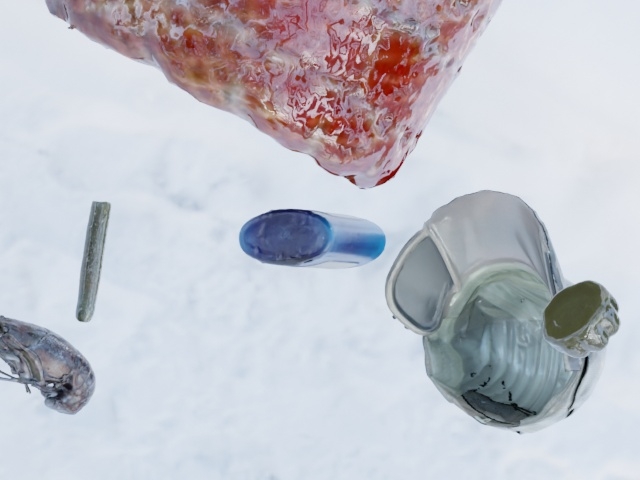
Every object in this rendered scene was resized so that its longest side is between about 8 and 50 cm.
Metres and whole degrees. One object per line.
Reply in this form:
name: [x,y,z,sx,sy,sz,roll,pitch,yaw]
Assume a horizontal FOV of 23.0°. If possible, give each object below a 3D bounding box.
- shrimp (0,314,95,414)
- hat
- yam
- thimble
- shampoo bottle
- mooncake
shrimp: [-0.272,0.106,1.443,0.165,0.056,0.065,33,98,-30]
hat: [0.200,0.069,1.651,0.161,0.232,0.275,-45,131,-40]
yam: [-0.213,0.019,1.467,0.021,0.021,0.116,6,96,-38]
thimble: [-0.037,-0.210,1.264,0.350,0.350,0.230,28,94,-31]
shampoo bottle: [0.000,0.000,1.384,0.183,0.087,0.050,5,83,-70]
mooncake: [0.315,0.044,1.050,0.057,0.347,0.150,43,68,-50]
